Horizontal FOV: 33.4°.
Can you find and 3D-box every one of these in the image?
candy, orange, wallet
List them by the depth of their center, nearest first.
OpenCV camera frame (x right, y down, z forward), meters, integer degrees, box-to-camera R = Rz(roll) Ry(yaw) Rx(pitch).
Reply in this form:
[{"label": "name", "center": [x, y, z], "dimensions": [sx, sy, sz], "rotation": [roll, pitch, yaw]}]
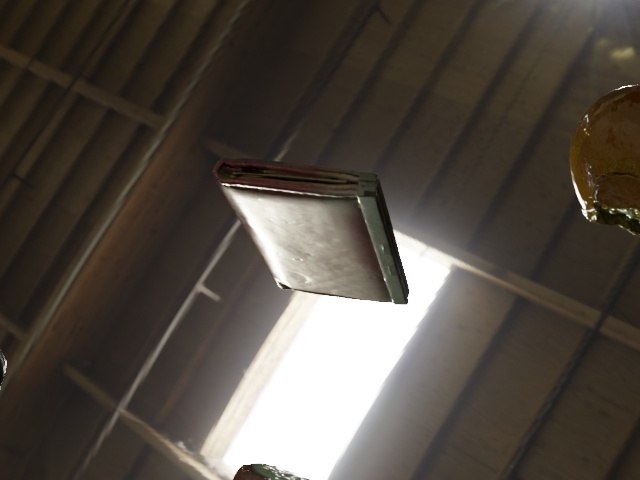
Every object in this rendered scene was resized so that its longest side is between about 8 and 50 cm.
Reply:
[{"label": "wallet", "center": [0.000, 0.000, 0.824], "dimensions": [0.119, 0.232, 0.025], "rotation": [6, -111, 12]}, {"label": "candy", "center": [-0.029, 0.225, 0.913], "dimensions": [0.103, 0.103, 0.043], "rotation": [20, -92, 41]}, {"label": "orange", "center": [0.289, -0.061, 0.916], "dimensions": [0.155, 0.155, 0.134], "rotation": [39, -60, 43]}]

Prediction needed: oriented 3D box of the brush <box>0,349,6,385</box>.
[{"label": "brush", "center": [-0.168, -0.021, 0.363], "dimensions": [0.063, 0.193, 0.016], "rotation": [-38, -166, -9]}]
